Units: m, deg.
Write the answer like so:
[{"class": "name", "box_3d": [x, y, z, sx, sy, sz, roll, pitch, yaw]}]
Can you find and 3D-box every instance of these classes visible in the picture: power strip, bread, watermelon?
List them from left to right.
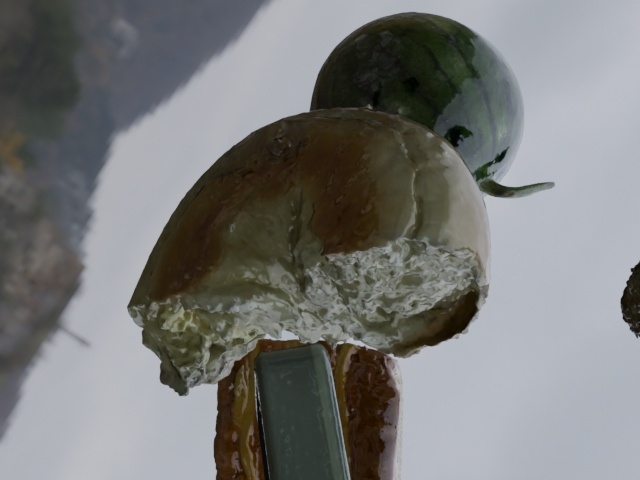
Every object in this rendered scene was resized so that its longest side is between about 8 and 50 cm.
[{"class": "bread", "box_3d": [-0.014, 0.233, 1.745, 0.114, 0.185, 0.274, 83, 11, -78]}, {"class": "bread", "box_3d": [-0.003, -0.002, 1.482, 0.314, 0.171, 0.192, -22, -129, 29]}, {"class": "power strip", "box_3d": [-0.002, 0.220, 1.247, 0.193, 0.059, 0.265, 93, -11, -62]}, {"class": "watermelon", "box_3d": [0.090, -0.099, 1.635, 0.188, 0.214, 0.188, -30, 153, -17]}]

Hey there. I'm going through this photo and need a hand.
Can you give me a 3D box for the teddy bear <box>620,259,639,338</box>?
[{"class": "teddy bear", "box_3d": [0.290, 0.022, 1.314, 0.182, 0.129, 0.251, -47, -158, -9]}]
